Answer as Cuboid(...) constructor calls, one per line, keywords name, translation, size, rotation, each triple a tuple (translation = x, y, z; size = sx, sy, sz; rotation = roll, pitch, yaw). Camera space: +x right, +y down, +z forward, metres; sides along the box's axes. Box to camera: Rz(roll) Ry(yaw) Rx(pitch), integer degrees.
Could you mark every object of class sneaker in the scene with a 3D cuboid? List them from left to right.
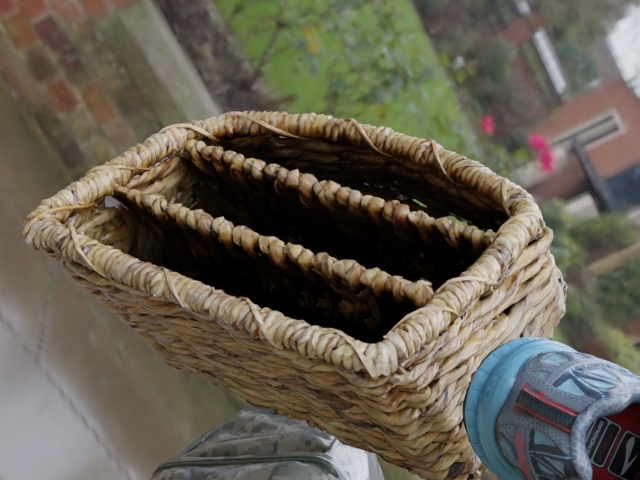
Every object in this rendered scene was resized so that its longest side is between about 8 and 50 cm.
Cuboid(name="sneaker", translation=(0.205, 0.137, 0.713), size=(0.262, 0.104, 0.125), rotation=(21, -3, -18))

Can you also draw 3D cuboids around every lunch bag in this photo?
Cuboid(name="lunch bag", translation=(-0.017, 0.297, 1.164), size=(0.256, 0.213, 0.305), rotation=(-40, 117, -55))

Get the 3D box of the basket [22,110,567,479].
Cuboid(name="basket", translation=(0.000, 0.000, 0.915), size=(0.299, 0.213, 0.223), rotation=(19, -19, 32))
